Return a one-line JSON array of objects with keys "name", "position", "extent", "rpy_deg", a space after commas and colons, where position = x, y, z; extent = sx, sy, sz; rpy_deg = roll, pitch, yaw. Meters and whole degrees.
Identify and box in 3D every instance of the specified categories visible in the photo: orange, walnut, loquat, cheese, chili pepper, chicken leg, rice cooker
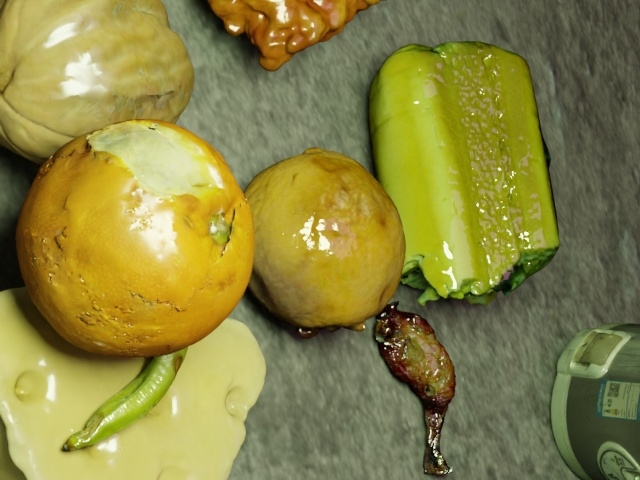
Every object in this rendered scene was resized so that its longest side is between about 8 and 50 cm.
[{"name": "orange", "position": [-0.182, 0.000, 1.290], "extent": [0.240, 0.240, 0.240], "rpy_deg": [14, 69, -41]}, {"name": "walnut", "position": [-0.259, -0.187, 1.412], "extent": [0.261, 0.225, 0.224], "rpy_deg": [-31, 100, -50]}, {"name": "loquat", "position": [0.000, 0.000, 1.624], "extent": [0.238, 0.193, 0.238], "rpy_deg": [19, 65, -48]}, {"name": "cheese", "position": [-0.224, 0.239, 1.396], "extent": [0.384, 0.104, 0.383], "rpy_deg": [17, 65, -41]}, {"name": "chili pepper", "position": [-0.188, 0.155, 1.355], "extent": [0.208, 0.043, 0.049], "rpy_deg": [-56, 129, -39]}, {"name": "chicken leg", "position": [0.144, 0.203, 1.811], "extent": [0.106, 0.051, 0.253], "rpy_deg": [-25, 97, -39]}, {"name": "rice cooker", "position": [0.517, 0.263, 2.001], "extent": [0.288, 0.277, 0.288], "rpy_deg": [-1, 92, -33]}]

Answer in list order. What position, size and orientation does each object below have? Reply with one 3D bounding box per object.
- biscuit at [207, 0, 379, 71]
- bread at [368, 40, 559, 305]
[{"name": "biscuit", "position": [-0.045, -0.406, 1.657], "extent": [0.318, 0.110, 0.312], "rpy_deg": [-39, 102, -38]}, {"name": "bread", "position": [0.190, -0.094, 1.824], "extent": [0.251, 0.208, 0.376], "rpy_deg": [-2, 79, -26]}]
